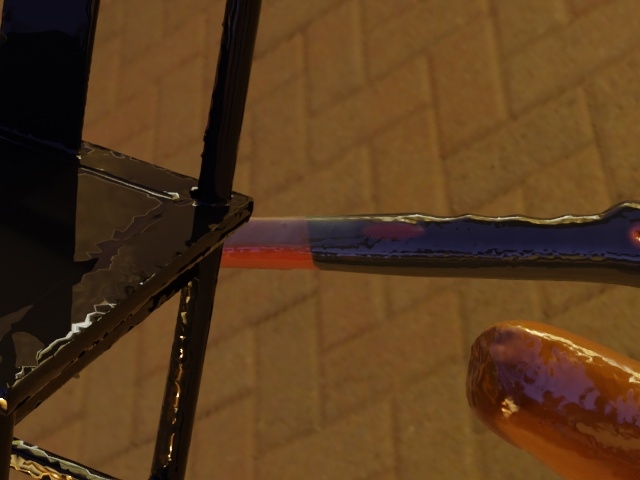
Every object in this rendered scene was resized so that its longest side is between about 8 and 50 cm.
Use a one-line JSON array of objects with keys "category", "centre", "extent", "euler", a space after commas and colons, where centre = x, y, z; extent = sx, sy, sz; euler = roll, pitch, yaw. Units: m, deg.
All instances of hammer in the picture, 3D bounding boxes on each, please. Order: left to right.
[{"category": "hammer", "centre": [0.000, 0.000, 0.593], "extent": [0.287, 0.033, 0.111], "euler": [0, 63, 5]}]

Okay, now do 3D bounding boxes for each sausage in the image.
[{"category": "sausage", "centre": [0.199, 0.125, 0.920], "extent": [0.098, 0.238, 0.098], "euler": [-64, 1, 2]}]

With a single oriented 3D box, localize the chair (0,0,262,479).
[{"category": "chair", "centre": [-0.108, 0.000, 0.408], "extent": [0.154, 0.260, 0.141], "euler": [19, 27, 15]}]
